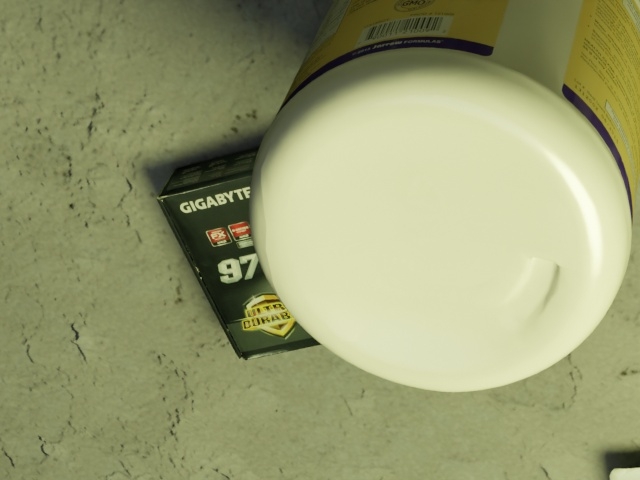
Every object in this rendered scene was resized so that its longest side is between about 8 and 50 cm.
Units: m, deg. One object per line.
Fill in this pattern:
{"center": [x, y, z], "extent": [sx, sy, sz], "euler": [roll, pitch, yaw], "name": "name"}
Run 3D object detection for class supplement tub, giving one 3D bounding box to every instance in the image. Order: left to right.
{"center": [0.102, -0.084, 1.177], "extent": [0.241, 0.331, 0.241], "euler": [7, 124, 11], "name": "supplement tub"}

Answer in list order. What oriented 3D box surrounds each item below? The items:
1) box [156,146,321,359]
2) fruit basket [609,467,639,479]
{"center": [0.000, 0.000, 1.436], "extent": [0.220, 0.051, 0.175], "euler": [-12, 119, 23], "name": "box"}
{"center": [0.439, 0.337, 1.508], "extent": [0.327, 0.165, 0.353], "euler": [-7, 106, 19], "name": "fruit basket"}
